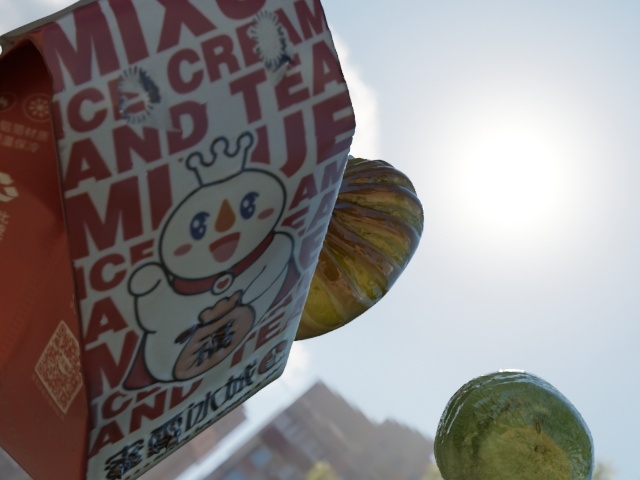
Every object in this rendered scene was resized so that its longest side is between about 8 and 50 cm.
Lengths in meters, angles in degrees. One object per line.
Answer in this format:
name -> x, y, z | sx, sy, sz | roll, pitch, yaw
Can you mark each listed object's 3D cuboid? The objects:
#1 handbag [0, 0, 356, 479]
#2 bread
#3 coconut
handbag -> -0.093, -0.016, 0.801 | 0.151, 0.171, 0.298 | 43, -36, 20
bread -> 0.000, 0.000, 1.521 | 0.213, 0.213, 0.105 | 20, -34, 58
coconut -> 0.105, 0.112, 0.885 | 0.088, 0.088, 0.096 | 50, -1, 2
